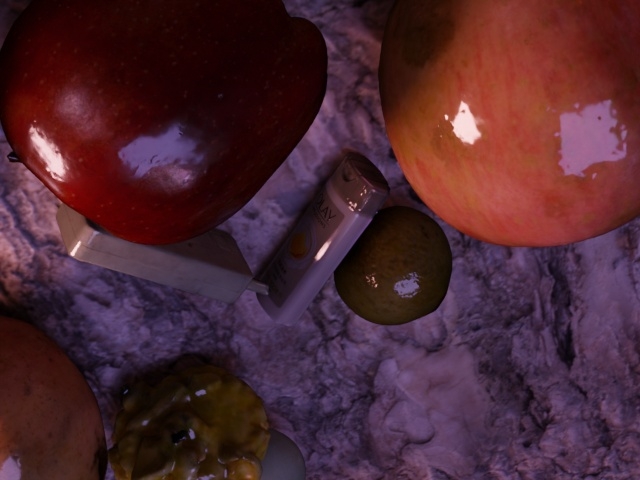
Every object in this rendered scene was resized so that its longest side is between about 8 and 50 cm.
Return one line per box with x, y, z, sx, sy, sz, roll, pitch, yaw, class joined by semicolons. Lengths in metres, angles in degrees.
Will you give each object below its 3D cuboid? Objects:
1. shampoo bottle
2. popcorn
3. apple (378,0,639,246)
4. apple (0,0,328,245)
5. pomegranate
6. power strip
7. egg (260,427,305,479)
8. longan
0.000;0.000;1.581;0.056;0.086;0.227;15;123;-38;shampoo bottle
-0.171;0.268;1.667;0.218;0.189;0.169;-25;138;-2;popcorn
0.233;-0.176;1.352;0.364;0.364;0.363;-14;134;-15;apple
-0.156;-0.145;1.242;0.317;0.288;0.288;-38;136;-4;apple
-0.391;0.236;1.454;0.322;0.322;0.322;-14;134;-15;pomegranate
-0.173;0.014;1.503;0.288;0.093;0.053;18;117;-38;power strip
-0.112;0.346;1.797;0.192;0.149;0.149;-32;136;6;egg
0.085;0.026;1.619;0.176;0.145;0.154;40;82;-4;longan
